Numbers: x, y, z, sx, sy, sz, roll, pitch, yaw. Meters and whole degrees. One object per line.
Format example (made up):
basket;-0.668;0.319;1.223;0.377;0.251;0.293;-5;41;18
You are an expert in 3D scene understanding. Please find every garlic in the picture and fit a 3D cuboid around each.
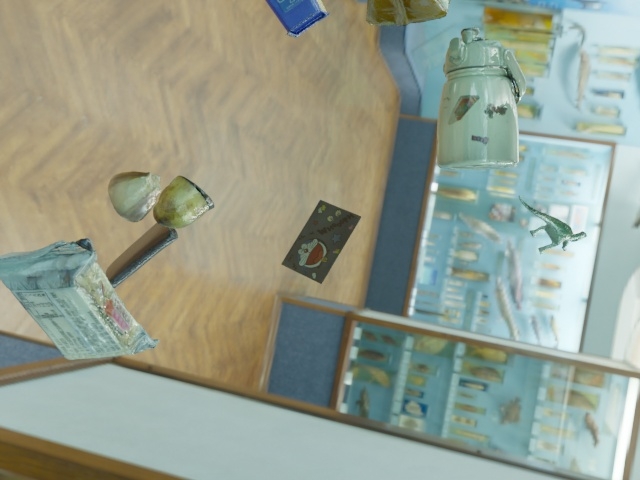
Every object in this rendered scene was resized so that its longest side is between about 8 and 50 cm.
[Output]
garlic;-0.465;-0.114;1.724;0.128;0.115;0.206;-67;-163;-5

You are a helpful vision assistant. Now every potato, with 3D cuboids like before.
potato;-0.279;-0.064;1.420;0.103;0.066;0.096;-50;117;-13

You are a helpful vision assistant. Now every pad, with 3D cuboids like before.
pad;0.000;0.000;2.186;0.246;0.170;0.006;-59;147;-10

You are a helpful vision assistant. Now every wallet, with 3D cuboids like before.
wallet;-0.491;0.035;1.920;0.049;0.229;0.182;51;-3;-23

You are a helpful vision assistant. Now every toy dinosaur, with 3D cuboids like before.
toy dinosaur;0.686;-0.023;2.163;0.383;0.076;0.129;16;124;-42

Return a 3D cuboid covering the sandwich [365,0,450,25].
sandwich;0.169;-0.621;1.639;0.198;0.227;0.155;31;67;-49

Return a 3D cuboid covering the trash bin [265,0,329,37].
trash bin;-0.090;-0.688;1.925;0.235;0.162;0.184;58;17;-3

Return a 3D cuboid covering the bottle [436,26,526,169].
bottle;0.406;-0.360;1.809;0.229;0.229;0.352;-1;90;-75

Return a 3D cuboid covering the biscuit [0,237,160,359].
biscuit;-0.405;0.109;1.176;0.309;0.186;0.079;72;14;-47
